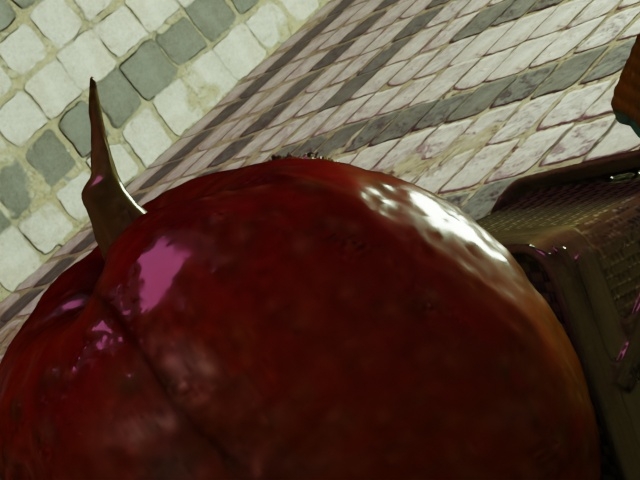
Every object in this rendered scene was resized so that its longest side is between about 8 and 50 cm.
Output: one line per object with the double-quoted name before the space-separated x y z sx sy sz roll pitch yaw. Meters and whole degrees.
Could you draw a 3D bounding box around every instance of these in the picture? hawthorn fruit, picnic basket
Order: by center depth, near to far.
"hawthorn fruit" -0.013 0.091 0.786 0.258 0.261 0.258 -39 41 45
"picnic basket" 0.159 0.091 0.929 0.139 0.267 0.165 -24 9 -26

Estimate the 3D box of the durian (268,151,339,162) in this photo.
"durian" 0.000 0.000 1.755 0.196 0.196 0.167 -27 0 36

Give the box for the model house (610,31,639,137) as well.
"model house" 0.303 -0.140 1.335 0.230 0.249 0.280 -38 14 3
